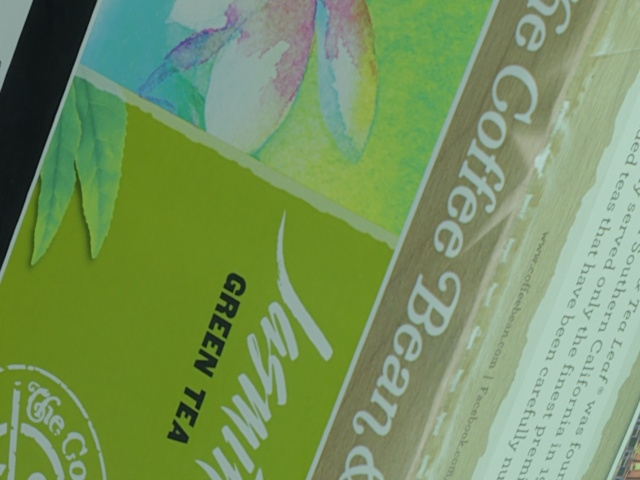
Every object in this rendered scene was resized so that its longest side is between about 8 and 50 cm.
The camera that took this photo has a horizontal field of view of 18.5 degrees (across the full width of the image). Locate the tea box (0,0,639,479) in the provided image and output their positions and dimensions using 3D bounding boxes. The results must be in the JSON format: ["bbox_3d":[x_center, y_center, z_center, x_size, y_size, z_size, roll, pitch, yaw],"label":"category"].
[{"bbox_3d":[0.000,0.000,0.756,0.323,0.220,0.329,28,103,39],"label":"tea box"}]
